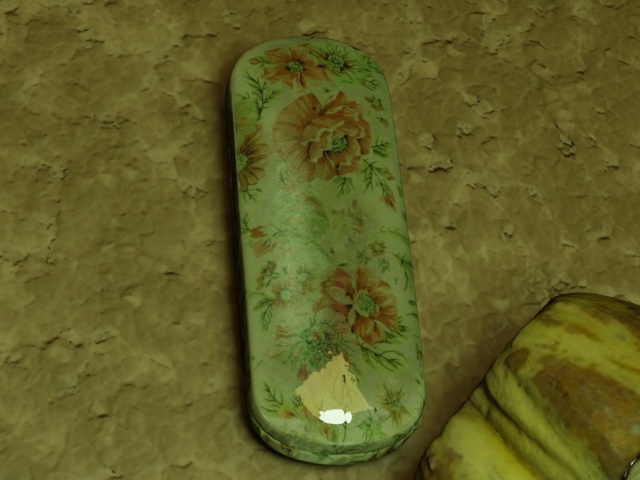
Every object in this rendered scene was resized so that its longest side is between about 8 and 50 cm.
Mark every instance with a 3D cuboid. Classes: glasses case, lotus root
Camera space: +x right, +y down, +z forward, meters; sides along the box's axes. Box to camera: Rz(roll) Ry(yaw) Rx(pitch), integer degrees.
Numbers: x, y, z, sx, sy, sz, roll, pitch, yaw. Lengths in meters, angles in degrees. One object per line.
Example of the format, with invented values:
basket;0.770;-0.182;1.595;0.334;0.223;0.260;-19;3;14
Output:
glasses case;0.000;0.000;1.786;0.156;0.098;0.425;0;59;-9
lotus root;0.203;0.194;1.615;0.316;0.316;0.250;-34;57;-30
